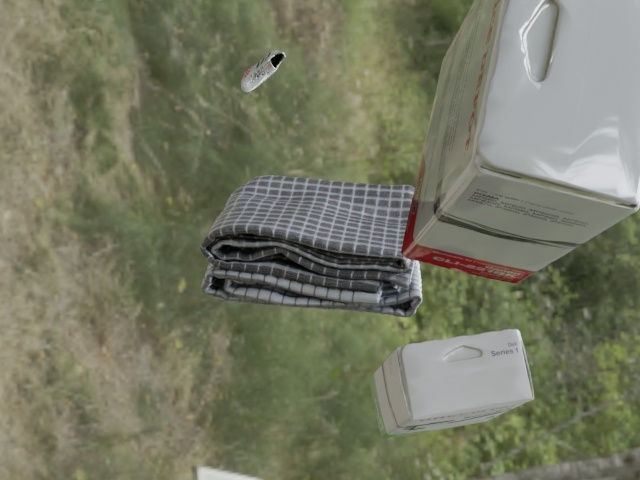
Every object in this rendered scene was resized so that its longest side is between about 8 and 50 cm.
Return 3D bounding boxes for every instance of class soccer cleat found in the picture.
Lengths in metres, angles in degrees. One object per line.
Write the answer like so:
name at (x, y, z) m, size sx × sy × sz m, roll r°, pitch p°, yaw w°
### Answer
soccer cleat at (-0.085, -0.252, 1.476) m, size 0.029 × 0.083 × 0.035 m, roll 52°, pitch -18°, yaw -24°

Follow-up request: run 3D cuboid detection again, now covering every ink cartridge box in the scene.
ink cartridge box at (0.155, -0.093, 0.762) m, size 0.273 × 0.114 × 0.197 m, roll 109°, pitch -6°, yaw -77°
ink cartridge box at (0.161, 0.187, 1.277) m, size 0.219 × 0.160 × 0.092 m, roll 107°, pitch -26°, yaw -73°

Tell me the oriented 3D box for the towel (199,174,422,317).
towel at (0.000, 0.000, 1.340) m, size 0.235 × 0.284 × 0.121 m, roll -72°, pitch 167°, yaw -69°
